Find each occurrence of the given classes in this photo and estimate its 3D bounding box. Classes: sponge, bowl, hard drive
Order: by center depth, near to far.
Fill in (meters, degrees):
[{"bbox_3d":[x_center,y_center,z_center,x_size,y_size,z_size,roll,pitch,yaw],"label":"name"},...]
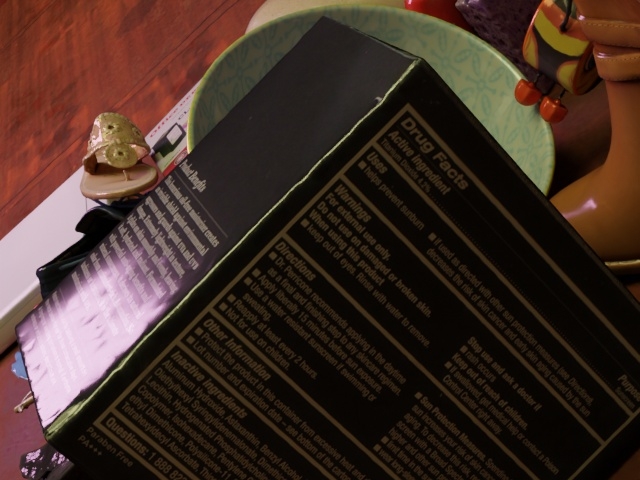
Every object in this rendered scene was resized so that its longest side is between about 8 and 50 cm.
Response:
[{"bbox_3d":[0.033,-0.038,1.159,0.156,0.289,0.289,98,-168,-52],"label":"bowl"},{"bbox_3d":[0.208,-0.246,1.278,0.031,0.117,0.210,-2,49,51],"label":"sponge"},{"bbox_3d":[-0.387,0.049,1.822,0.353,0.047,0.233,-42,26,10],"label":"hard drive"}]

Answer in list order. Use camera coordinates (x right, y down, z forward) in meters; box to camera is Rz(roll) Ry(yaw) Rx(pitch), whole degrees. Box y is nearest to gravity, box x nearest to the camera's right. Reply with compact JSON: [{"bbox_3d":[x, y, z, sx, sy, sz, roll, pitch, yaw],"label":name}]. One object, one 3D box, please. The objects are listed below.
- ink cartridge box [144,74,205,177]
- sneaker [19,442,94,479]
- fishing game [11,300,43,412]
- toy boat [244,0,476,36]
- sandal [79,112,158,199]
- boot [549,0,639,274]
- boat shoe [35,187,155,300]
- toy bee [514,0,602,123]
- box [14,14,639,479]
[{"bbox_3d":[-0.126,-0.112,1.634,0.127,0.072,0.175,-46,26,2],"label":"ink cartridge box"},{"bbox_3d":[-0.222,0.195,1.361,0.170,0.051,0.089,-41,31,17],"label":"sneaker"},{"bbox_3d":[-0.259,0.093,1.580,0.189,0.041,0.264,-35,21,4],"label":"fishing game"},{"bbox_3d":[0.069,-0.189,1.373,0.267,0.148,0.318,-25,23,-12],"label":"toy boat"},{"bbox_3d":[-0.240,-0.108,1.619,0.088,0.079,0.240,-15,15,-7],"label":"sandal"},{"bbox_3d":[0.214,-0.094,0.934,0.283,0.220,0.109,-18,37,44],"label":"boot"},{"bbox_3d":[-0.219,-0.004,1.551,0.109,0.089,0.258,-19,21,25],"label":"boat shoe"},{"bbox_3d":[0.210,-0.180,1.106,0.195,0.298,0.162,57,137,39],"label":"toy bee"},{"bbox_3d":[0.021,0.070,0.902,0.294,0.296,0.183,-45,25,1],"label":"box"}]
